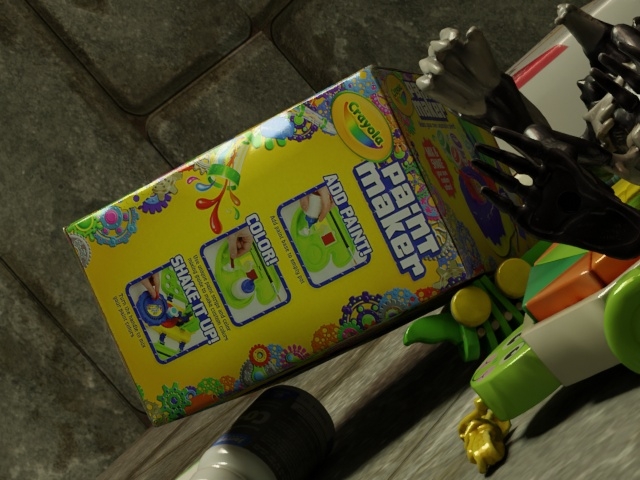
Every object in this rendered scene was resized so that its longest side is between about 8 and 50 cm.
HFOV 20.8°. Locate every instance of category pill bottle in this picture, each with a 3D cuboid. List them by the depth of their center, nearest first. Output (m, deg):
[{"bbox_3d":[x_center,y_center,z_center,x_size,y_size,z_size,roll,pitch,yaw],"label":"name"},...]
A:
[{"bbox_3d":[-0.052,0.183,1.414,0.078,0.078,0.137,-39,3,41],"label":"pill bottle"}]

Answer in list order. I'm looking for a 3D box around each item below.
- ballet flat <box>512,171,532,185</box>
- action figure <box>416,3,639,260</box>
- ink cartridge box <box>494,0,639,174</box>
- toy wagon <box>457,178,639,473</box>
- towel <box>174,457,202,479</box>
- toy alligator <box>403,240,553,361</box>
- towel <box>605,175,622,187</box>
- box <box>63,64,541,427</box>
[{"bbox_3d":[0.169,-0.024,1.640,0.206,0.073,0.067,-42,-30,16],"label":"ballet flat"},{"bbox_3d":[0.146,-0.088,0.879,0.164,0.141,0.276,-42,5,17],"label":"action figure"},{"bbox_3d":[0.258,-0.143,1.817,0.226,0.131,0.306,-41,4,-1],"label":"ink cartridge box"},{"bbox_3d":[0.196,-0.002,0.959,0.344,0.068,0.267,-40,2,15],"label":"toy wagon"},{"bbox_3d":[-0.185,0.310,1.736,0.248,0.038,0.325,-39,3,29],"label":"towel"},{"bbox_3d":[0.147,0.039,1.266,0.189,0.051,0.056,-31,-8,-15],"label":"toy alligator"},{"bbox_3d":[0.374,-0.162,1.403,0.271,0.040,0.370,-41,2,-18],"label":"towel"},{"bbox_3d":[0.000,0.000,1.411,0.279,0.177,0.290,-27,-6,19],"label":"box"}]
